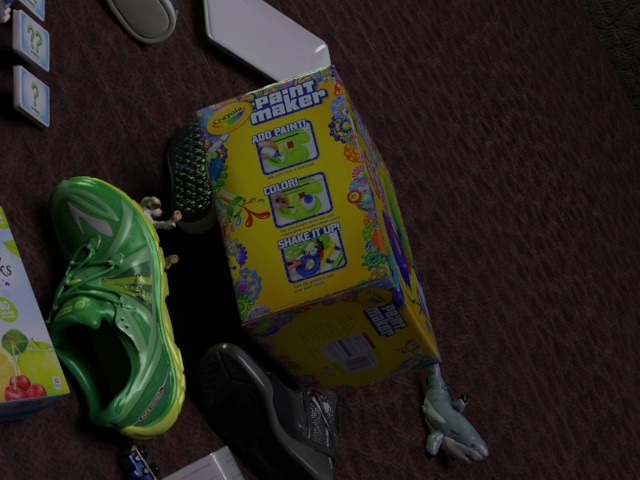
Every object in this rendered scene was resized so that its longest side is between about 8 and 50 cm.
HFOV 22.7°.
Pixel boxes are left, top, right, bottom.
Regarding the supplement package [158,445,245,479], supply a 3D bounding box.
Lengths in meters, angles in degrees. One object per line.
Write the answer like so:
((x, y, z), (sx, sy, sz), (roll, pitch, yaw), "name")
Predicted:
((-0.098, 0.337, 1.527), (0.244, 0.134, 0.139), (62, 0, 4), "supplement package")

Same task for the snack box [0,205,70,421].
((-0.347, 0.070, 1.496), (0.174, 0.070, 0.207), (-2, 64, -56), "snack box")

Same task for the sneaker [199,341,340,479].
((-0.053, 0.189, 1.822), (0.227, 0.087, 0.130), (52, 29, -19), "sneaker")

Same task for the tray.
((-0.078, -0.275, 2.245), (0.270, 0.030, 0.145), (29, 43, -42), "tray")

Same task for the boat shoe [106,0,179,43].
((-0.254, -0.367, 1.990), (0.254, 0.095, 0.079), (54, 18, -23), "boat shoe")

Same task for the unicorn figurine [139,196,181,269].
((-0.196, -0.002, 1.772), (0.060, 0.111, 0.162), (37, 55, -23), "unicorn figurine")

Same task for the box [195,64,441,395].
((0.000, 0.000, 1.877), (0.290, 0.177, 0.279), (56, 18, -63), "box")

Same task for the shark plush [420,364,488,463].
((0.178, 0.227, 2.148), (0.073, 0.067, 0.161), (26, 44, -43), "shark plush")

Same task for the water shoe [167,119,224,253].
((-0.146, -0.066, 1.943), (0.203, 0.073, 0.080), (-86, 164, -46), "water shoe")

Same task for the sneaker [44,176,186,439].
((-0.223, 0.061, 1.651), (0.123, 0.109, 0.295), (10, 55, -56), "sneaker")

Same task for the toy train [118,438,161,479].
((-0.161, 0.275, 1.640), (0.036, 0.027, 0.158), (-36, 95, -49), "toy train")

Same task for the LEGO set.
((-0.328, -0.244, 1.697), (0.244, 0.060, 0.182), (44, 41, -69), "LEGO set")
